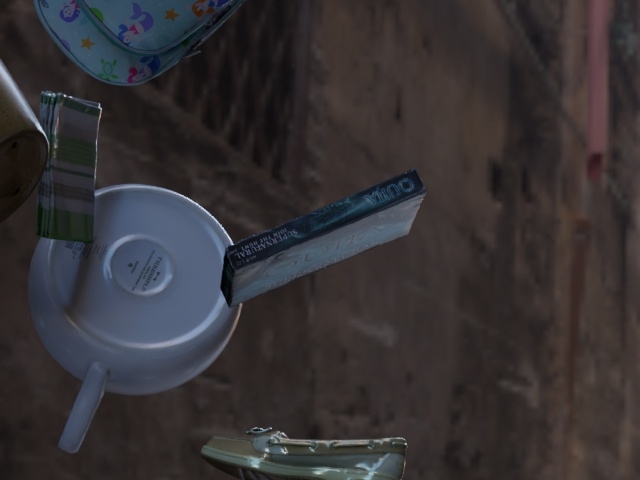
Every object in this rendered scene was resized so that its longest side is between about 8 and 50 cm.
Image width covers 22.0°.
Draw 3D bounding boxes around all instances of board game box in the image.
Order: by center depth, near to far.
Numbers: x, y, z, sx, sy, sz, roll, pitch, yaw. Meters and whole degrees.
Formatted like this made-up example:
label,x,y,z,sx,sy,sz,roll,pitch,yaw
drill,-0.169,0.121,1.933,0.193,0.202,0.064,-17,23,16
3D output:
label,x,y,z,sx,sy,sz,roll,pitch,yaw
board game box,0.000,0.000,1.479,0.186,0.026,0.126,-23,-14,-11

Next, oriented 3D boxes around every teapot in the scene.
label,x,y,z,sx,sy,sz,roll,pitch,yaw
teapot,-0.213,0.077,1.833,0.256,0.252,0.187,-18,-23,-25

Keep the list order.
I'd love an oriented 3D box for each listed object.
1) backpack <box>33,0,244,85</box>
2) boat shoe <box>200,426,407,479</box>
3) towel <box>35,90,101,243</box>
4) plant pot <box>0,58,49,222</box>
label,x,y,z,sx,sy,sz,roll,pitch,yaw
backpack,-0.235,-0.322,2.095,0.253,0.225,0.191,-40,12,5
boat shoe,-0.013,0.160,1.228,0.153,0.048,0.056,7,-20,14
towel,-0.258,-0.075,1.712,0.023,0.152,0.113,0,-3,21
plant pot,-0.388,-0.125,1.563,0.254,0.237,0.237,38,-1,18
